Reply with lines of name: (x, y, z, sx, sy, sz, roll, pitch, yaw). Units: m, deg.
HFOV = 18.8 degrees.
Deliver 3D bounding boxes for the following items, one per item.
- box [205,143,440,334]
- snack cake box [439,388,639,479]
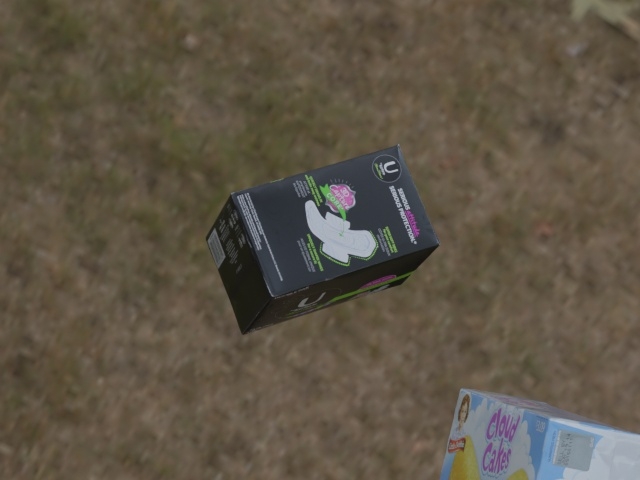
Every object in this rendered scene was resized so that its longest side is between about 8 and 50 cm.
box: (0.000, 0.000, 0.864, 0.083, 0.062, 0.052, -16, 76, -20)
snack cake box: (0.172, 0.211, 1.581, 0.089, 0.264, 0.152, 11, 88, -11)
